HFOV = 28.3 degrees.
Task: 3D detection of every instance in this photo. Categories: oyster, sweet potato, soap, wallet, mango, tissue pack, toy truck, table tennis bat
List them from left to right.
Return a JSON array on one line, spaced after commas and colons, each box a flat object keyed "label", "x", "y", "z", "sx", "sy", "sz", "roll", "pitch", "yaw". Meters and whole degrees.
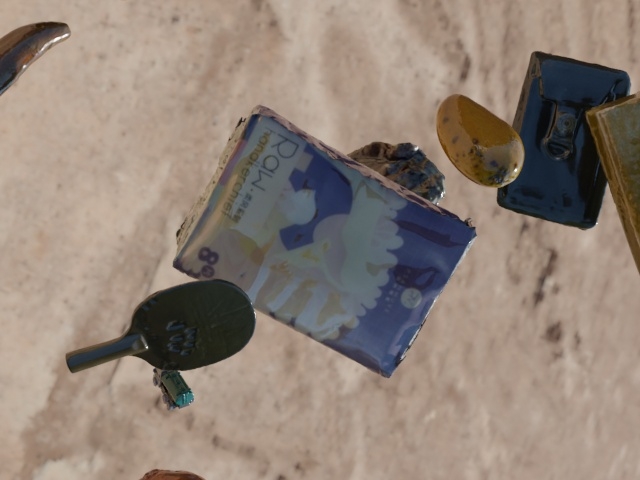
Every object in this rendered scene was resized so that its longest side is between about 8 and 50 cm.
[{"label": "sweet potato", "x": -0.427, "y": -0.203, "z": 1.620, "sx": 0.255, "sy": 0.058, "sz": 0.078, "roll": -43, "pitch": -178, "yaw": -6}, {"label": "table tennis bat", "x": -0.193, "y": 0.114, "z": 1.535, "sx": 0.022, "sy": 0.234, "sz": 0.131, "roll": -109, "pitch": -176, "yaw": -54}, {"label": "toy truck", "x": -0.213, "y": 0.209, "z": 1.841, "sx": 0.039, "sy": 0.083, "sz": 0.044, "roll": -16, "pitch": 134, "yaw": -26}, {"label": "tissue pack", "x": 0.000, "y": 0.000, "z": 1.690, "sx": 0.242, "sy": 0.343, "sz": 0.125, "roll": -60, "pitch": -171, "yaw": 11}, {"label": "oyster", "x": 0.084, "y": -0.070, "z": 2.184, "sx": 0.275, "sy": 0.271, "sz": 0.100, "roll": 60, "pitch": 15, "yaw": -4}, {"label": "mango", "x": 0.164, "y": -0.105, "z": 1.319, "sx": 0.078, "sy": 0.114, "sz": 0.057, "roll": -23, "pitch": 160, "yaw": -28}, {"label": "wallet", "x": 0.366, "y": -0.149, "z": 1.899, "sx": 0.052, "sy": 0.168, "sz": 0.245, "roll": -164, "pitch": -92, "yaw": -83}, {"label": "soap", "x": 0.541, "y": -0.096, "z": 1.799, "sx": 0.143, "sy": 0.259, "sz": 0.281, "roll": -49, "pitch": 118, "yaw": -80}]

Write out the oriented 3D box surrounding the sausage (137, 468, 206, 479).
[{"label": "sausage", "x": -0.184, "y": 0.390, "z": 1.488, "sx": 0.133, "sy": 0.133, "sz": 0.259, "roll": -10, "pitch": 115, "yaw": -64}]
